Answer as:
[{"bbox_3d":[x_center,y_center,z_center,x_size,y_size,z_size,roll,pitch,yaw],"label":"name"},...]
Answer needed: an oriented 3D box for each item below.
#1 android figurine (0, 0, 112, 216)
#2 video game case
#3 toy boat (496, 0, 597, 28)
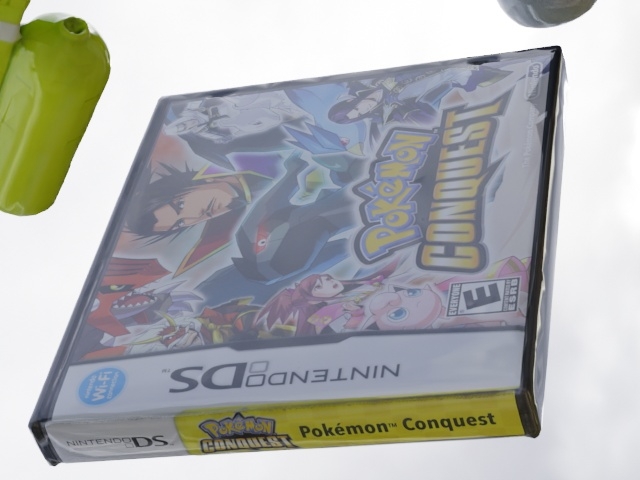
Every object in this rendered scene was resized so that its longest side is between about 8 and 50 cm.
[{"bbox_3d":[-0.207,-0.083,0.628,0.248,0.056,0.273,14,-47,-21],"label":"android figurine"},{"bbox_3d":[0.000,0.000,0.850,0.275,0.248,0.035,-76,-26,-47],"label":"video game case"},{"bbox_3d":[0.180,-0.283,0.973,0.267,0.148,0.318,20,-74,-32],"label":"toy boat"}]
